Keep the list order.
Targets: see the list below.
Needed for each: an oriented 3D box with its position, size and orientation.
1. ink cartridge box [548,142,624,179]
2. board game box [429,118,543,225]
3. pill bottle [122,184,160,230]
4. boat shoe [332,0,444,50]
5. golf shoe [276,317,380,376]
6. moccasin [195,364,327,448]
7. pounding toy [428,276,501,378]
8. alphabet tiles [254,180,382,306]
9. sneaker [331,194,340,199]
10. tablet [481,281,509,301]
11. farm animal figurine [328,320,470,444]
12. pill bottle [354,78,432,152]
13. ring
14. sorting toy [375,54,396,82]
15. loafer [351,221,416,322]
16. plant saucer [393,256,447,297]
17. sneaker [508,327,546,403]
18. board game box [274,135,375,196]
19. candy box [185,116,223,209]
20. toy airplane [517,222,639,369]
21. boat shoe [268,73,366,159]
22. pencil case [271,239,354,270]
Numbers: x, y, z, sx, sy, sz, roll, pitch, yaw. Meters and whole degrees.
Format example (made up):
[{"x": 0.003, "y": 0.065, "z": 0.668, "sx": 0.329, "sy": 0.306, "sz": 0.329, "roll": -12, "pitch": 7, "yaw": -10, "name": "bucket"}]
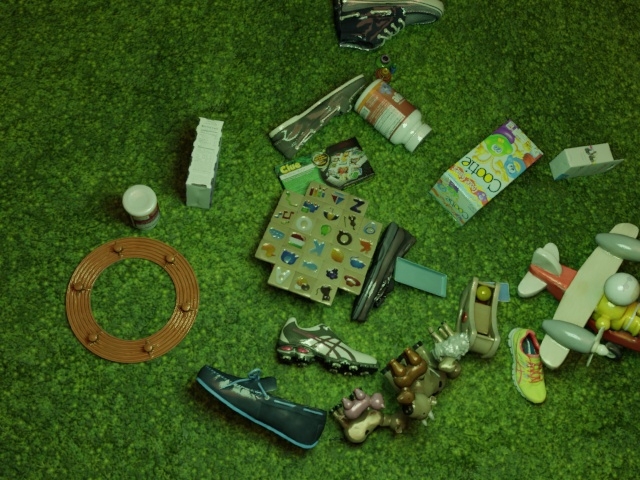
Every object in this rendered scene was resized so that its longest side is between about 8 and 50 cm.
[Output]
[{"x": 0.792, "y": -0.236, "z": 2.058, "sx": 0.182, "sy": 0.104, "sz": 0.061, "roll": -9, "pitch": 75, "yaw": -12, "name": "ink cartridge box"}, {"x": 0.472, "y": -0.193, "z": 1.975, "sx": 0.275, "sy": 0.142, "sz": 0.144, "roll": -39, "pitch": 82, "yaw": -18, "name": "board game box"}, {"x": -0.462, "y": -0.080, "z": 1.793, "sx": 0.086, "sy": 0.152, "sz": 0.086, "roll": 3, "pitch": 72, "yaw": -8, "name": "pill bottle"}, {"x": 0.205, "y": -0.653, "z": 2.103, "sx": 0.341, "sy": 0.127, "sz": 0.158, "roll": 2, "pitch": 79, "yaw": 0, "name": "boat shoe"}, {"x": 0.026, "y": 0.276, "z": 1.784, "sx": 0.273, "sy": 0.105, "sz": 0.120, "roll": 13, "pitch": 64, "yaw": -5, "name": "golf shoe"}, {"x": -0.142, "y": 0.387, "z": 1.715, "sx": 0.342, "sy": 0.138, "sz": 0.116, "roll": 32, "pitch": 84, "yaw": -11, "name": "moccasin"}, {"x": 0.381, "y": 0.224, "z": 1.824, "sx": 0.155, "sy": 0.154, "sz": 0.269, "roll": 16, "pitch": 71, "yaw": -4, "name": "pounding toy"}, {"x": 0.000, "y": 0.000, "z": 1.815, "sx": 0.285, "sy": 0.011, "sz": 0.342, "roll": 20, "pitch": 59, "yaw": 3, "name": "alphabet tiles"}, {"x": 0.008, "y": -0.094, "z": 1.917, "sx": 0.152, "sy": 0.058, "sz": 0.084, "roll": 12, "pitch": 77, "yaw": -9, "name": "sneaker"}, {"x": 0.491, "y": 0.144, "z": 1.944, "sx": 0.083, "sy": 0.006, "sz": 0.054, "roll": 3, "pitch": 72, "yaw": -7, "name": "tablet"}, {"x": 0.213, "y": 0.384, "z": 1.719, "sx": 0.327, "sy": 0.330, "sz": 0.172, "roll": -26, "pitch": 72, "yaw": -44, "name": "farm animal figurine"}, {"x": 0.213, "y": -0.357, "z": 2.000, "sx": 0.216, "sy": 0.121, "sz": 0.121, "roll": 42, "pitch": 71, "yaw": 5, "name": "pill bottle"}, {"x": -0.483, "y": 0.147, "z": 1.783, "sx": 0.337, "sy": 0.032, "sz": 0.336, "roll": 2, "pitch": 73, "yaw": -8, "name": "ring"}, {"x": 0.200, "y": -0.527, "z": 2.093, "sx": 0.061, "sy": 0.042, "sz": 0.101, "roll": 6, "pitch": 72, "yaw": -7, "name": "sorting toy"}, {"x": 0.176, "y": 0.093, "z": 1.864, "sx": 0.095, "sy": 0.109, "sz": 0.302, "roll": 26, "pitch": 68, "yaw": -4, "name": "loafer"}, {"x": 0.270, "y": 0.101, "z": 1.874, "sx": 0.192, "sy": 0.018, "sz": 0.067, "roll": 19, "pitch": 69, "yaw": -32, "name": "plant saucer"}, {"x": 0.561, "y": 0.332, "z": 1.849, "sx": 0.082, "sy": 0.094, "sz": 0.208, "roll": -10, "pitch": 76, "yaw": -13, "name": "sneaker"}, {"x": 0.013, "y": -0.194, "z": 1.967, "sx": 0.260, "sy": 0.030, "sz": 0.136, "roll": -22, "pitch": 79, "yaw": -15, "name": "board game box"}, {"x": -0.310, "y": -0.204, "z": 1.848, "sx": 0.070, "sy": 0.165, "sz": 0.196, "roll": 9, "pitch": 71, "yaw": -8, "name": "candy box"}, {"x": 0.732, "y": 0.137, "z": 1.841, "sx": 0.385, "sy": 0.272, "sz": 0.385, "roll": -4, "pitch": 71, "yaw": -11, "name": "toy airplane"}, {"x": 0.007, "y": -0.354, "z": 1.984, "sx": 0.335, "sy": 0.112, "sz": 0.095, "roll": -35, "pitch": 98, "yaw": -12, "name": "boat shoe"}, {"x": -0.023, "y": 0.038, "z": 1.853, "sx": 0.237, "sy": 0.104, "sz": 0.104, "roll": 0, "pitch": 73, "yaw": -9, "name": "pencil case"}]
